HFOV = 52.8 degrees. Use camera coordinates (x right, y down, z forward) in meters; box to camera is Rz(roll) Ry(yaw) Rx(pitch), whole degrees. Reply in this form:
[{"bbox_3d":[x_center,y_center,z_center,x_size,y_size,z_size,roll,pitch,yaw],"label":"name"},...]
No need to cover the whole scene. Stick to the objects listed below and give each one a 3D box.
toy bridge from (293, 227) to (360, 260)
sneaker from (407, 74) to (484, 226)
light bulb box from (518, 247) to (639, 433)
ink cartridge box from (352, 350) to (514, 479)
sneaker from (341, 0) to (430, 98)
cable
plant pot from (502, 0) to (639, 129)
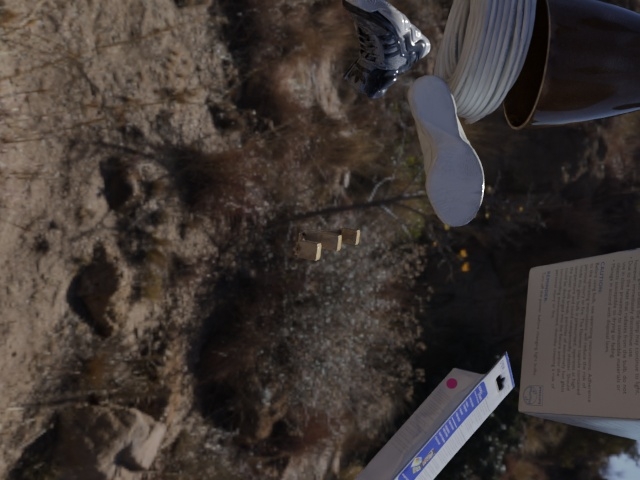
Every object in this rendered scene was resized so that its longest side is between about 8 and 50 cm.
[{"bbox_3d":[0.000,0.000,0.984,0.188,0.063,0.026,-17,116,-66],"label":"toy bridge"},{"bbox_3d":[0.175,-0.127,0.912,0.094,0.080,0.212,-68,143,-79],"label":"sneaker"},{"bbox_3d":[0.526,0.157,0.852,0.361,0.358,0.225,-20,-123,58],"label":"light bulb box"},{"bbox_3d":[0.221,0.363,1.218,0.069,0.371,0.175,39,-13,37],"label":"ink cartridge box"},{"bbox_3d":[0.092,-0.346,1.162,0.101,0.153,0.269,45,17,29],"label":"sneaker"},{"bbox_3d":[0.251,-0.320,1.008,0.257,0.089,0.257,-120,-140,-84],"label":"cable"},{"bbox_3d":[0.426,-0.274,0.998,0.215,0.231,0.215,-177,-90,-89],"label":"plant pot"}]
